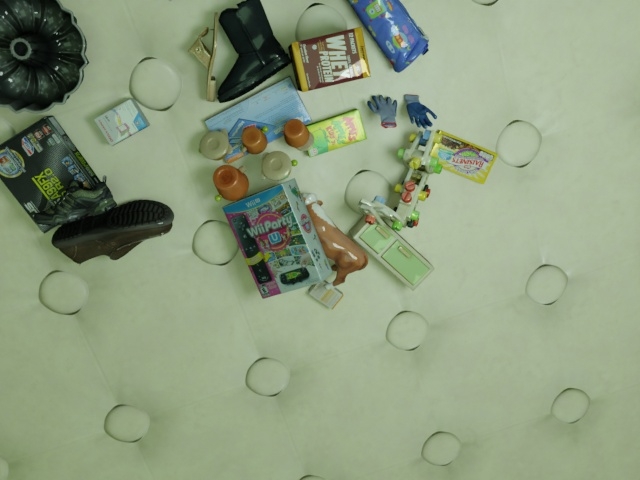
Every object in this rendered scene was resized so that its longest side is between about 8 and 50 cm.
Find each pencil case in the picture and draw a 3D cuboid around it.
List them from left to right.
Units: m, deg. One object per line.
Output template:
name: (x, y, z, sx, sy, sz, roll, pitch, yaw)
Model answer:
pencil case: (0.185, -0.622, 1.588, 0.133, 0.119, 0.306, -28, 110, 33)

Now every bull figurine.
bull figurine: (0.000, 0.000, 1.740, 0.310, 0.101, 0.188, 44, 118, 3)

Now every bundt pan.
bundt pan: (-0.776, -0.509, 1.517, 0.330, 0.124, 0.331, -2, 107, -6)

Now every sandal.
sandal: (-0.329, -0.510, 1.584, 0.079, 0.088, 0.240, 1, 111, -13)

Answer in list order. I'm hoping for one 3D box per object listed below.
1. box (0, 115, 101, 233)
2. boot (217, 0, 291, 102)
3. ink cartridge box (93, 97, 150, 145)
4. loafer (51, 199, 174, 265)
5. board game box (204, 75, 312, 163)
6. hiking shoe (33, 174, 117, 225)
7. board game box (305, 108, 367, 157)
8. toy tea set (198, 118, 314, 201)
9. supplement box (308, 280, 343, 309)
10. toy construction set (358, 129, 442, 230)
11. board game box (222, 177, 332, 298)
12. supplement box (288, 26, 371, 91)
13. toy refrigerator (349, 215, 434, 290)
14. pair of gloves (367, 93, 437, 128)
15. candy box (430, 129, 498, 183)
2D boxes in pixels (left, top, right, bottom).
box: (-0.785, -0.188, 1.642, 0.216, 0.060, 0.270, -30, 107, 2)
boot: (-0.227, -0.529, 1.590, 0.246, 0.094, 0.207, -29, 96, 18)
ink cartridge box: (-0.566, -0.337, 1.627, 0.122, 0.052, 0.089, -28, 107, 4)
loafer: (-0.598, -0.020, 1.692, 0.365, 0.134, 0.130, -11, 131, 7)
board game box: (-0.182, -0.353, 1.677, 0.281, 0.027, 0.145, -27, 106, 2)
hiking shoe: (-0.700, -0.112, 1.610, 0.226, 0.086, 0.114, -16, 96, -8)
board game box: (0.038, -0.321, 1.701, 0.181, 0.043, 0.092, -18, 107, -1)
toy tea set: (-0.177, -0.234, 1.652, 0.335, 0.124, 0.200, -11, 78, 4)
supplement box: (0.017, 0.170, 1.845, 0.098, 0.036, 0.062, 36, 100, -15)
toy construction set: (0.252, -0.155, 1.678, 0.151, 0.215, 0.328, 34, 79, 21)
board game box: (-0.126, -0.002, 1.683, 0.224, 0.097, 0.304, -18, 98, 27)
supplement box: (0.020, -0.495, 1.570, 0.191, 0.194, 0.129, -14, 107, -2)
toy refrigerator: (0.226, 0.031, 1.798, 0.269, 0.094, 0.102, 41, 98, -15)
pair of gloves: (0.238, -0.376, 1.659, 0.198, 0.159, 0.023, 0, 139, -11)
candy box: (0.438, -0.258, 1.772, 0.205, 0.027, 0.105, 19, 107, -11)
